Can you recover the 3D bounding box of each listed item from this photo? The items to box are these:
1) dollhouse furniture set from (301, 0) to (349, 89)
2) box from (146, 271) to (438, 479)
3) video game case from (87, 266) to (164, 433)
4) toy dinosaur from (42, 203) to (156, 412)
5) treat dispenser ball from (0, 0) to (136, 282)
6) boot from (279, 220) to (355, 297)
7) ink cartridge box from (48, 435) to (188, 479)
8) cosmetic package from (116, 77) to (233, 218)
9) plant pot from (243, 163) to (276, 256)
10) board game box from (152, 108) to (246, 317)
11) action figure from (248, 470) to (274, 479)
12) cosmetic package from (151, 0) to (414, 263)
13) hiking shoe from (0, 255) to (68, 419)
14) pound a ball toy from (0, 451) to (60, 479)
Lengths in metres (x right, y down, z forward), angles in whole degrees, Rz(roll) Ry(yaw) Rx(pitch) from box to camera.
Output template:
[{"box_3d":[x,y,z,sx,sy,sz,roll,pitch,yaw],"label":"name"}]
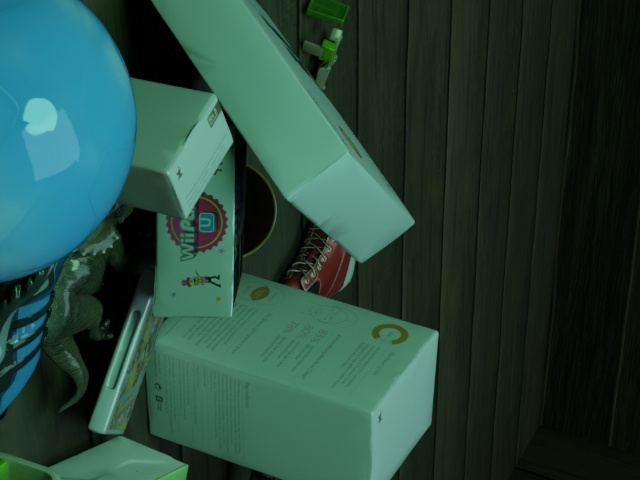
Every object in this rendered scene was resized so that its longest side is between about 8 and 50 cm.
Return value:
[{"box_3d":[-0.001,-0.300,2.319,0.152,0.058,0.076,107,3,-58],"label":"dollhouse furniture set"},{"box_3d":[-0.039,0.195,2.127,0.215,0.345,0.168,-45,144,-50],"label":"box"},{"box_3d":[-0.236,0.144,1.947,0.227,0.026,0.206,105,4,-83],"label":"video game case"},{"box_3d":[-0.286,0.046,1.782,0.160,0.121,0.314,1,119,-62],"label":"toy dinosaur"},{"box_3d":[-0.307,-0.104,1.367,0.288,0.288,0.288,-48,146,-48],"label":"treat dispenser ball"},{"box_3d":[0.000,0.000,2.443,0.176,0.088,0.244,-36,140,-55],"label":"boot"},{"box_3d":[-0.296,0.452,1.971,0.207,0.119,0.354,-18,123,-61],"label":"ink cartridge box"},{"box_3d":[-0.223,-0.109,1.637,0.117,0.231,0.085,-61,152,-29],"label":"cosmetic package"},{"box_3d":[-0.124,-0.048,2.080,0.095,0.134,0.134,-88,-170,-81],"label":"plant pot"},{"box_3d":[-0.142,-0.041,1.874,0.303,0.097,0.224,-84,176,-81],"label":"board game box"},{"box_3d":[-0.030,0.346,2.349,0.341,0.178,0.330,-105,-162,-46],"label":"action figure"},{"box_3d":[-0.056,-0.173,1.837,0.097,0.377,0.284,-38,157,8],"label":"cosmetic package"},{"box_3d":[-0.340,0.069,1.653,0.304,0.113,0.132,-61,163,3],"label":"hiking shoe"},{"box_3d":[-0.381,0.434,1.752,0.208,0.135,0.319,-36,136,-57],"label":"pound a ball toy"}]
